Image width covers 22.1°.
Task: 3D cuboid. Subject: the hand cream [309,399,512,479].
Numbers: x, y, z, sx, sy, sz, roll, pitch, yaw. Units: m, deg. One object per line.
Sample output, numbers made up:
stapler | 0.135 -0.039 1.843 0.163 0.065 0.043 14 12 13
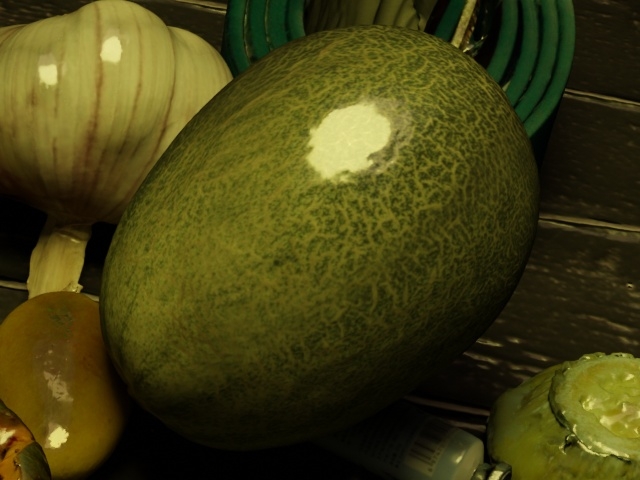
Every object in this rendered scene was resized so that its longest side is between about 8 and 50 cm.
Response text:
hand cream | 0.020 0.123 1.189 0.256 0.055 0.088 26 51 20

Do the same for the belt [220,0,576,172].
belt | 0.060 -0.142 1.436 0.300 0.173 0.436 15 39 4

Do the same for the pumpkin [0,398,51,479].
pumpkin | -0.226 0.159 1.023 0.107 0.119 0.183 24 24 -53

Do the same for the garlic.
garlic | -0.187 -0.053 1.263 0.245 0.245 0.253 6 75 -9

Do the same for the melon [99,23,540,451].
melon | 0.000 0.000 1.110 0.329 0.248 0.248 -43 58 -8

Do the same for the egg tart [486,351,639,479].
egg tart | 0.216 0.145 1.201 0.197 0.078 0.197 8 36 -6

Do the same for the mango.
mango | -0.181 0.106 1.134 0.103 0.076 0.161 8 42 -13
